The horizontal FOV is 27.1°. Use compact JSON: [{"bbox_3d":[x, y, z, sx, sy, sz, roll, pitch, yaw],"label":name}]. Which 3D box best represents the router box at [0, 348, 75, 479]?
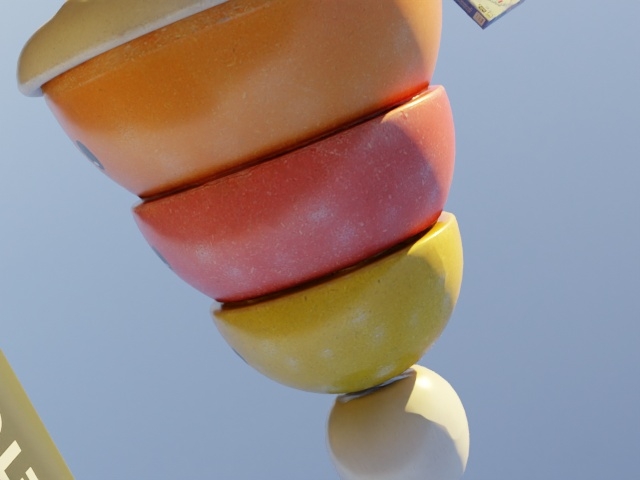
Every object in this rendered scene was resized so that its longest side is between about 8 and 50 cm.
[{"bbox_3d":[-0.278,0.114,0.726,0.243,0.309,0.081,-16,-161,25],"label":"router box"}]

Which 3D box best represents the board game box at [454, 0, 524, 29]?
[{"bbox_3d":[0.194,-0.307,1.605,0.090,0.090,0.020,-37,169,-36],"label":"board game box"}]

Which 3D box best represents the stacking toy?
[{"bbox_3d":[0.000,0.000,1.050,0.350,0.480,0.350,-21,-175,2],"label":"stacking toy"}]
